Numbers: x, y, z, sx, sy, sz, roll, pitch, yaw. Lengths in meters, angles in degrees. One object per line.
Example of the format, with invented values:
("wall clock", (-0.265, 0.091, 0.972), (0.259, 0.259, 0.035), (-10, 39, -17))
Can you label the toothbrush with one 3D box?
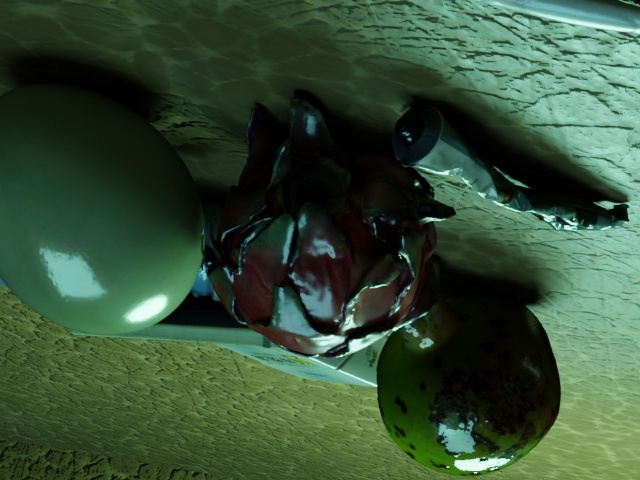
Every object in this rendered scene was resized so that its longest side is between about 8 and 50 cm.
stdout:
("toothbrush", (0.075, -0.165, 1.046), (0.307, 0.029, 0.025), (12, 155, 1))

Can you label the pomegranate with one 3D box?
("pomegranate", (0.147, 0.121, 1.688), (0.198, 0.246, 0.198), (-14, -171, 2))

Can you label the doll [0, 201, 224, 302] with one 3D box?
("doll", (-0.204, 0.006, 1.584), (0.314, 0.141, 0.177), (7, -173, -1))

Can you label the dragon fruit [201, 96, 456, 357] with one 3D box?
("dragon fruit", (0.000, 0.000, 1.380), (0.192, 0.193, 0.274), (34, 171, 24))

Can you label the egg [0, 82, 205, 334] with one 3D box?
("egg", (-0.202, -0.027, 1.396), (0.186, 0.186, 0.242), (-3, 137, 41))

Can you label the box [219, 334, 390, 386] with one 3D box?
("box", (-0.055, 0.099, 1.874), (0.243, 0.067, 0.155), (25, 166, -34))

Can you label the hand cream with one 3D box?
("hand cream", (0.150, -0.054, 1.330), (0.248, 0.052, 0.075), (20, -175, -39))

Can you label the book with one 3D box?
("book", (-0.097, 0.054, 1.656), (0.269, 0.025, 0.191), (2, -156, 32))
